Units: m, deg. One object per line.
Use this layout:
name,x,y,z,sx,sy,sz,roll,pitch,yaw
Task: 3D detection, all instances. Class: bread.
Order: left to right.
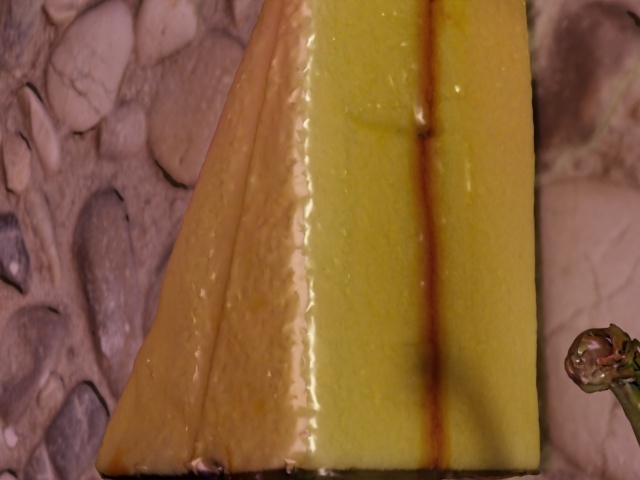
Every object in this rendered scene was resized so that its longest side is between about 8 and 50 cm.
bread,0.001,-0.004,0.691,0.163,0.168,0.264,-9,77,47

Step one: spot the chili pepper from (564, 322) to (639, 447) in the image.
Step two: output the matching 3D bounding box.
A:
chili pepper,0.156,0.223,0.545,0.110,0.110,0.387,-11,84,47
